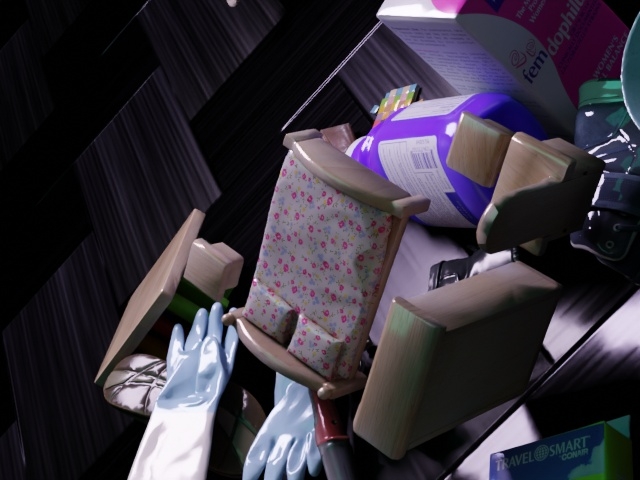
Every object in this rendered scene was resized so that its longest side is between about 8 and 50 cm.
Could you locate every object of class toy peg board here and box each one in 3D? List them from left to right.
[{"bbox_3d":[-0.161,0.079,1.452,0.160,0.079,0.161,-51,13,33],"label":"toy peg board"}]

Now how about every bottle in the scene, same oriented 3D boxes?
[{"bbox_3d":[0.106,-0.070,1.215,0.092,0.118,0.283,-38,15,-17],"label":"bottle"}]

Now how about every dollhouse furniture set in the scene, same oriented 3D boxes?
[{"bbox_3d":[0.000,0.000,1.070,0.355,0.174,0.303,32,120,31],"label":"dollhouse furniture set"}]

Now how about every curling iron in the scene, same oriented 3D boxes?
[{"bbox_3d":[0.023,0.172,1.170,0.068,0.035,0.274,-14,47,7],"label":"curling iron"}]

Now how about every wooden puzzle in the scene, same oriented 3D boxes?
[{"bbox_3d":[0.082,-0.144,1.420,0.083,0.006,0.049,-9,54,47],"label":"wooden puzzle"}]

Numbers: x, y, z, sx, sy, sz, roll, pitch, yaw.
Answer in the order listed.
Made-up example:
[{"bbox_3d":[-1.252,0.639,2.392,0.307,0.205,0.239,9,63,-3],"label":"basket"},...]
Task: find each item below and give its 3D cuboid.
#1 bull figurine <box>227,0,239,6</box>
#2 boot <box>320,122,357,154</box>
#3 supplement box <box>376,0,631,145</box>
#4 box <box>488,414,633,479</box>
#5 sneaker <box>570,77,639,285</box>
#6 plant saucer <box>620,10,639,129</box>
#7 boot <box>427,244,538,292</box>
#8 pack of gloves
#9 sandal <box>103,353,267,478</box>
[{"bbox_3d":[0.003,-0.384,1.626,0.188,0.101,0.310,-35,12,-34],"label":"bull figurine"},{"bbox_3d":[0.006,-0.073,1.423,0.106,0.037,0.114,-37,38,3],"label":"boot"},{"bbox_3d":[0.173,-0.174,1.139,0.114,0.220,0.111,17,74,56],"label":"supplement box"},{"bbox_3d":[0.174,0.211,0.956,0.109,0.042,0.178,-24,44,37],"label":"box"},{"bbox_3d":[0.290,-0.043,1.009,0.226,0.086,0.163,1,70,42],"label":"sneaker"},{"bbox_3d":[0.311,-0.140,0.948,0.195,0.037,0.195,-26,51,36],"label":"plant saucer"},{"bbox_3d":[0.141,0.048,1.144,0.099,0.045,0.121,-25,42,33],"label":"boot"},{"bbox_3d":[-0.070,0.157,1.279,0.195,0.046,0.232,-5,48,20],"label":"pack of gloves"},{"bbox_3d":[-0.132,0.181,1.336,0.219,0.060,0.090,16,59,36],"label":"sandal"}]
